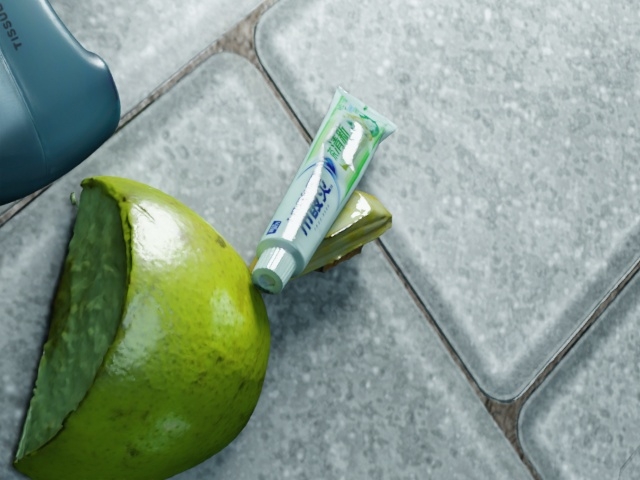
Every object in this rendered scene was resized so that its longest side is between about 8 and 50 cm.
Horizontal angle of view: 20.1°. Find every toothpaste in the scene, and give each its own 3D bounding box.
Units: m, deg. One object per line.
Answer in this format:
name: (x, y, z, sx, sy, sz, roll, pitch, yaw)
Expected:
toothpaste: (0.001, -0.051, 1.740, 0.075, 0.048, 0.297, 33, 43, -4)

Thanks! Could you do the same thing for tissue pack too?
tissue pack: (-0.320, -0.159, 1.481, 0.206, 0.198, 0.287, -31, 101, -35)

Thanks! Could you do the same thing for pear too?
pear: (-0.121, 0.100, 1.625, 0.239, 0.139, 0.288, 28, 65, -40)

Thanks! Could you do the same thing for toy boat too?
toy boat: (0.000, 0.000, 1.767, 0.172, 0.066, 0.065, -27, 54, -34)
